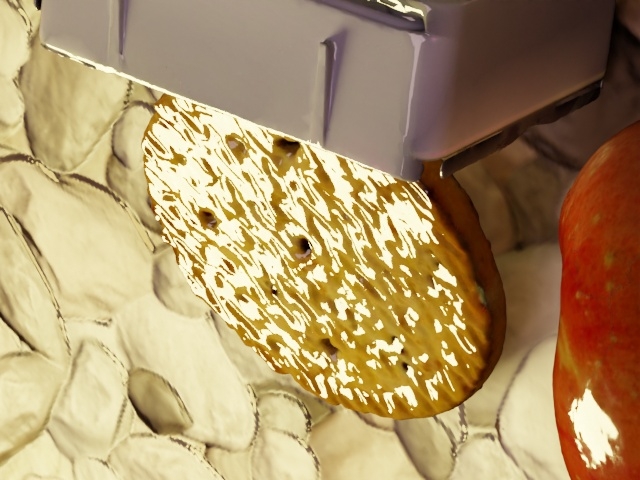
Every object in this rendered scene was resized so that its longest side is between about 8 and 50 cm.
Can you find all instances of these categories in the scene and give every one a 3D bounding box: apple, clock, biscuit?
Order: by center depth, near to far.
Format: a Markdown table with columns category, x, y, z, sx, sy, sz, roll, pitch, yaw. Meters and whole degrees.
| category | x | y | z | sx | sy | sz | roll | pitch | yaw |
| --- | --- | --- | --- | --- | --- | --- | --- | --- | --- |
| apple | 0.164 | 0.033 | 0.681 | 0.168 | 0.181 | 0.181 | -10 | 102 | 14 |
| clock | 0.001 | -0.099 | 0.768 | 0.193 | 0.144 | 0.073 | 22 | 119 | 29 |
| biscuit | 0.001 | -0.001 | 0.853 | 0.188 | 0.027 | 0.188 | 28 | 142 | 25 |
